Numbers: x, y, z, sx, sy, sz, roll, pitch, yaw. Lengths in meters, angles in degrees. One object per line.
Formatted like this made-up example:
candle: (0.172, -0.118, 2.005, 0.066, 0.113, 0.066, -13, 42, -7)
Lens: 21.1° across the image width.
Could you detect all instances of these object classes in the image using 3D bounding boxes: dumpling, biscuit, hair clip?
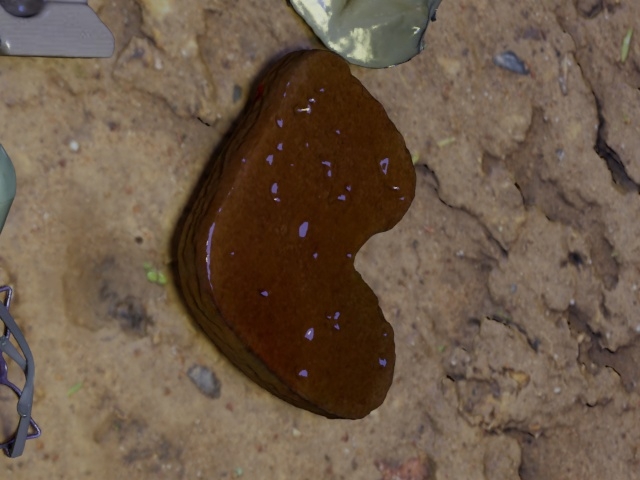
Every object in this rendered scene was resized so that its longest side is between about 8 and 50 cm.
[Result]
dumpling: (0.043, -0.278, 1.510, 0.172, 0.142, 0.247, 8, 91, -3)
biscuit: (-0.001, 0.000, 1.505, 0.262, 0.052, 0.277, 40, 65, -36)
hair clip: (-0.298, -0.179, 1.248, 0.331, 0.085, 0.101, -1, 92, -40)

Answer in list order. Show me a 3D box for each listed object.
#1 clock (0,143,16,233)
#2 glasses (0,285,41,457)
clock: (-0.337, -0.041, 1.172, 0.243, 0.199, 0.146, -1, 126, -41)
glasses: (-0.228, 0.098, 1.290, 0.062, 0.104, 0.140, -14, 95, -36)
